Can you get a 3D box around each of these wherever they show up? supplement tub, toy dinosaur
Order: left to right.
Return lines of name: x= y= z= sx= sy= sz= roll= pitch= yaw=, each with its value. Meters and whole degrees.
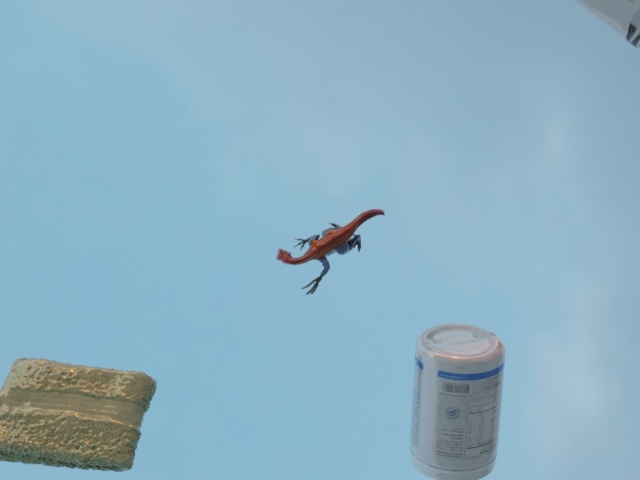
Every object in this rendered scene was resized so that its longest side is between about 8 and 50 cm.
toy dinosaur: x=0.000 y=0.000 z=1.338 sx=0.047 sy=0.090 sz=0.082 roll=43 pitch=-154 yaw=17
supplement tub: x=0.106 y=0.125 z=1.183 sx=0.071 sy=0.071 sz=0.107 roll=-12 pitch=-63 yaw=-30

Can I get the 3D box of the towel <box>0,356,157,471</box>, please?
towel: x=-0.233 y=0.161 z=1.415 sx=0.148 sy=0.027 sz=0.110 roll=7 pitch=-125 yaw=10

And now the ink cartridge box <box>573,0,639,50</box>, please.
ink cartridge box: x=0.389 y=-0.267 z=1.489 sx=0.273 sy=0.197 sz=0.114 roll=37 pitch=-142 yaw=3
